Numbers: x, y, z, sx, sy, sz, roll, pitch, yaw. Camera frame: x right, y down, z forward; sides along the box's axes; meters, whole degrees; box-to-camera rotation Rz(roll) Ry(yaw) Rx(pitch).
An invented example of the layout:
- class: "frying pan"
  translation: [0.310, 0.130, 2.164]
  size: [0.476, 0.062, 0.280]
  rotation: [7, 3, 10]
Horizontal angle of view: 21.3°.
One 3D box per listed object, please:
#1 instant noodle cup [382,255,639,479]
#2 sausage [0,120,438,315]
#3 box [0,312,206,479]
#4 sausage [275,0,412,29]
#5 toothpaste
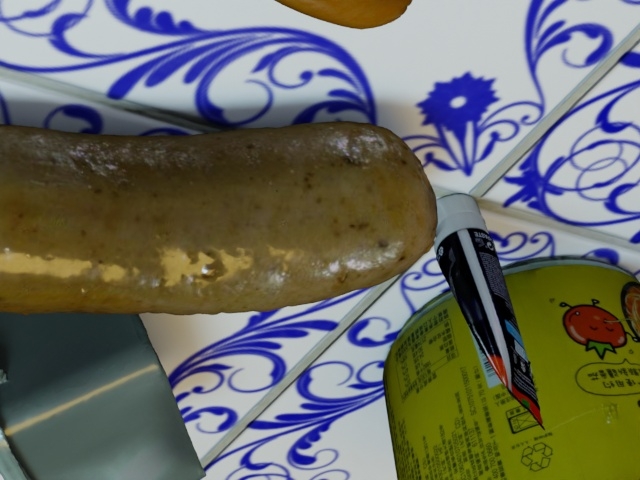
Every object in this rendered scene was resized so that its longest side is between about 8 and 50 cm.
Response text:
- class: "instant noodle cup"
  translation: [0.198, 0.186, 1.421]
  size: [0.326, 0.254, 0.325]
  rotation: [-11, 145, -8]
- class: "sausage"
  translation: [-0.153, -0.016, 1.120]
  size: [0.501, 0.123, 0.136]
  rotation: [1, 116, -20]
- class: "box"
  translation: [-0.182, 0.116, 1.274]
  size: [0.135, 0.163, 0.243]
  rotation: [-23, 144, -6]
- class: "sausage"
  translation: [-0.007, -0.167, 1.038]
  size: [0.062, 0.054, 0.183]
  rotation: [-7, 158, 40]
- class: "toothpaste"
  translation: [0.122, 0.049, 1.258]
  size: [0.045, 0.193, 0.071]
  rotation: [-28, 142, 14]
